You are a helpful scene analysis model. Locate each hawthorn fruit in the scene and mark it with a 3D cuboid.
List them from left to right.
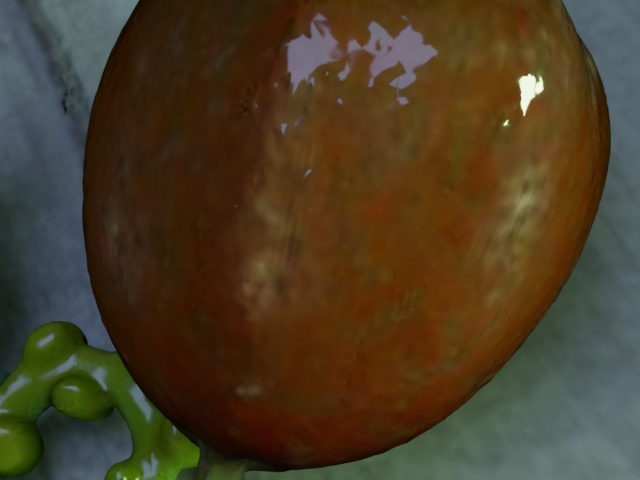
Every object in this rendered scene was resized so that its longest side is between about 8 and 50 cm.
[{"bbox_3d":[0.000,0.000,0.480,0.200,0.199,0.251,15,80,23],"label":"hawthorn fruit"}]

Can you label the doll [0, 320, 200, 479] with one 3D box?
[{"bbox_3d":[-0.238,0.071,0.545,0.346,0.099,0.341,32,82,6],"label":"doll"}]
